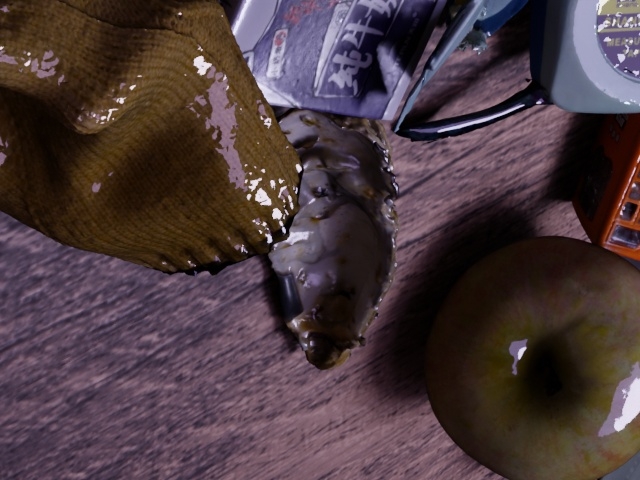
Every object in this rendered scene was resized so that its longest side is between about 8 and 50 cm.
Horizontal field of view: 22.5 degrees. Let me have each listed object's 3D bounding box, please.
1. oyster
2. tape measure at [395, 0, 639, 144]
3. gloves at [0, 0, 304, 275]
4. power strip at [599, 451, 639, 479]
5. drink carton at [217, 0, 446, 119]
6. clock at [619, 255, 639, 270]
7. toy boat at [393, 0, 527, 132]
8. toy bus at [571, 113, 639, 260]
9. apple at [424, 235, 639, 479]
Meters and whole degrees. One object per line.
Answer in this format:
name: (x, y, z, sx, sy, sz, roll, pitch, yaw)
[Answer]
oyster: (0.003, 0.000, 1.373, 0.345, 0.129, 0.078, 88, 5, -51)
tape measure: (0.231, -0.202, 1.457, 0.351, 0.098, 0.215, -6, 117, -15)
gloves: (-0.156, -0.099, 0.995, 0.356, 0.203, 0.155, 34, 52, -47)
power strip: (0.531, 0.281, 2.244, 0.229, 0.141, 0.261, 1, 121, -53)
drink carton: (-0.018, -0.175, 1.177, 0.222, 0.102, 0.134, 2, 120, -50)
clock: (0.328, 0.159, 1.906, 0.338, 0.102, 0.338, -32, 141, -30)
toy boat: (0.131, -0.183, 1.276, 0.220, 0.067, 0.291, -54, -175, 50)
toy bus: (0.379, -0.139, 1.647, 0.153, 0.143, 0.329, 13, 117, -13)
apple: (0.237, 0.120, 1.641, 0.256, 0.257, 0.234, -62, 170, 11)
